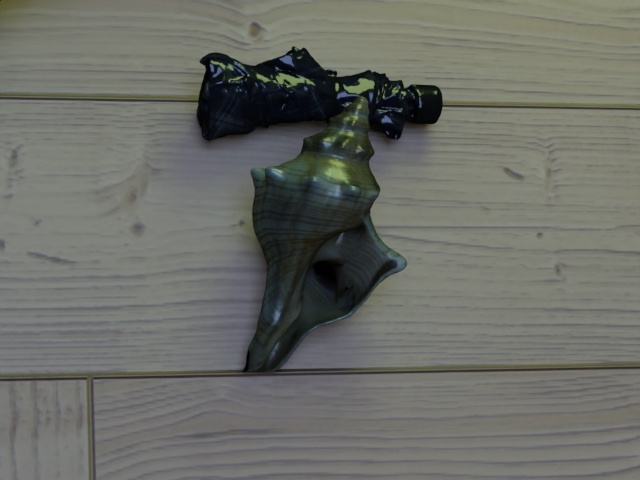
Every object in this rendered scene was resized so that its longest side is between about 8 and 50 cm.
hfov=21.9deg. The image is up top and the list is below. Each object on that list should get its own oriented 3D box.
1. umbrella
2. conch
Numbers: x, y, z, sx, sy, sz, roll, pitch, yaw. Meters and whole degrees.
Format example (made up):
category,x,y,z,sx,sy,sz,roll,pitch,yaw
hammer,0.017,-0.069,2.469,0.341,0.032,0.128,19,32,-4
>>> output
category,x,y,z,sx,sy,sz,roll,pitch,yaw
umbrella,0.000,-0.132,1.477,0.224,0.080,0.071,2,39,-16
conch,0.006,-0.008,1.426,0.137,0.114,0.233,2,109,-2
